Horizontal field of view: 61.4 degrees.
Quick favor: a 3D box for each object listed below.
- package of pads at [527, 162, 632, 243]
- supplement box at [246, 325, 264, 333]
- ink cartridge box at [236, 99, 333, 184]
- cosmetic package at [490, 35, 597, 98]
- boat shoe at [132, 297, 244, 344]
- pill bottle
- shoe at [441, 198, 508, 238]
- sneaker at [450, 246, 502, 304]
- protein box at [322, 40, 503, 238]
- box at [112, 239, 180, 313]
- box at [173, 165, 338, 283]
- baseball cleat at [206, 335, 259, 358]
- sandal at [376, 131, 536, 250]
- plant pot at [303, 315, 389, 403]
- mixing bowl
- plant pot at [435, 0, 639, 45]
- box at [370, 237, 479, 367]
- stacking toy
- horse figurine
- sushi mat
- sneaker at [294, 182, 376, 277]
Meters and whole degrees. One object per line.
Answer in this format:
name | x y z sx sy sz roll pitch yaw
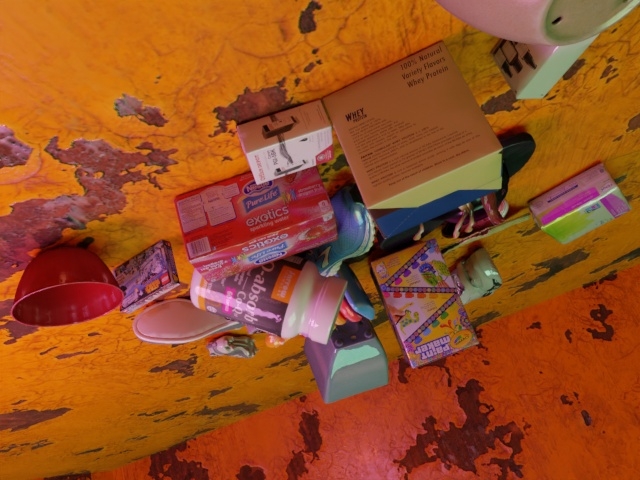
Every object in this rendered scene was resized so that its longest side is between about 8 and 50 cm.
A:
package of pads | 0.744 -0.092 1.550 0.229 0.101 0.296 -34 153 28
supplement box | -0.092 0.211 1.576 0.239 0.073 0.130 5 145 -46
ink cartridge box | -0.052 -0.151 0.841 0.135 0.056 0.099 -19 157 -4
cosmetic package | 0.339 -0.315 0.746 0.060 0.099 0.239 -10 154 -24
boat shoe | -0.306 0.204 1.339 0.319 0.116 0.099 -10 151 -35
pill bottle | -0.098 0.097 1.059 0.278 0.162 0.162 17 156 7
shoe | 0.397 -0.054 1.399 0.081 0.064 0.178 -6 158 -41
sneaker | 0.475 0.145 1.802 0.210 0.137 0.366 -25 160 4
protein box | 0.140 -0.147 0.820 0.199 0.201 0.136 -24 156 8
box | -0.340 0.071 1.047 0.137 0.094 0.027 -28 155 19
box | -0.109 -0.037 0.952 0.256 0.128 0.123 -20 157 -2
baseball cleat | -0.288 0.340 1.727 0.109 0.072 0.206 -14 155 21
sandal | 0.316 -0.077 1.233 0.167 0.107 0.446 2 148 -41
plant pot | 0.090 0.366 1.863 0.247 0.247 0.252 -14 139 -13
mixing bowl | -0.449 0.073 0.957 0.181 0.098 0.181 -16 156 -7
plant pot | 0.241 -0.317 0.550 0.284 0.191 0.284 -17 156 -8
box | 0.263 0.173 1.447 0.177 0.279 0.290 -21 170 2
stacking toy | -0.023 0.196 1.435 0.301 0.166 0.175 -34 153 9
horse figurine | 0.245 -0.087 1.100 0.263 0.066 0.175 -1 116 -3
sushi mat | 0.452 -0.020 1.465 0.151 0.019 0.316 -28 171 39
sneaker | 0.000 0.000 1.123 0.147 0.130 0.330 -9 155 -29
